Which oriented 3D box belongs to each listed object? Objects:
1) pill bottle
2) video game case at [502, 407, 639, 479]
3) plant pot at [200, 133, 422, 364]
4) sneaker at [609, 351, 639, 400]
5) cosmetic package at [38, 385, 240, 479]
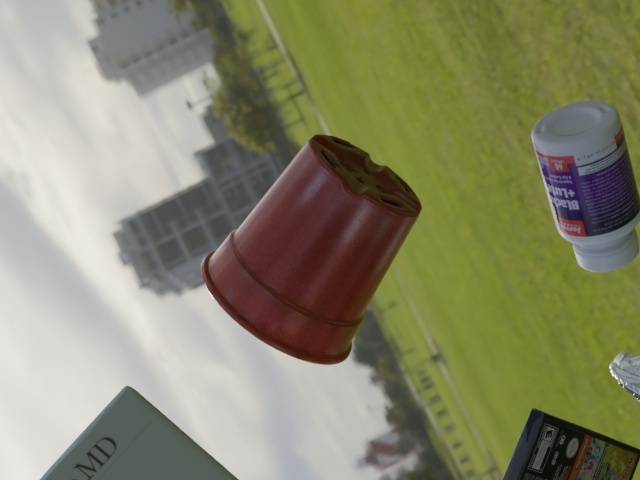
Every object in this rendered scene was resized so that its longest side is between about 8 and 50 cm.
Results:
[{"bbox_3d":[0.329,-0.062,1.577,0.108,0.108,0.194,-116,4,-62],"label":"pill bottle"},{"bbox_3d":[0.362,0.418,1.995,0.248,0.275,0.035,24,177,-36],"label":"video game case"},{"bbox_3d":[0.000,0.000,1.972,0.272,0.265,0.272,29,-160,-12],"label":"plant pot"},{"bbox_3d":[0.495,0.185,1.819,0.090,0.115,0.232,39,176,-18],"label":"sneaker"},{"bbox_3d":[-0.092,0.378,1.207,0.453,0.230,0.161,40,153,3],"label":"cosmetic package"}]
